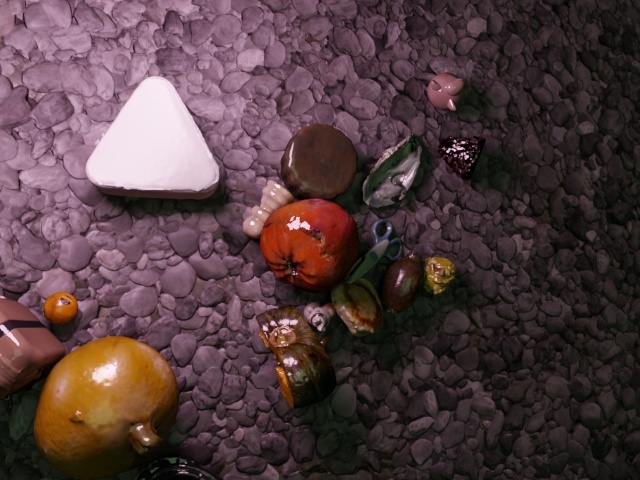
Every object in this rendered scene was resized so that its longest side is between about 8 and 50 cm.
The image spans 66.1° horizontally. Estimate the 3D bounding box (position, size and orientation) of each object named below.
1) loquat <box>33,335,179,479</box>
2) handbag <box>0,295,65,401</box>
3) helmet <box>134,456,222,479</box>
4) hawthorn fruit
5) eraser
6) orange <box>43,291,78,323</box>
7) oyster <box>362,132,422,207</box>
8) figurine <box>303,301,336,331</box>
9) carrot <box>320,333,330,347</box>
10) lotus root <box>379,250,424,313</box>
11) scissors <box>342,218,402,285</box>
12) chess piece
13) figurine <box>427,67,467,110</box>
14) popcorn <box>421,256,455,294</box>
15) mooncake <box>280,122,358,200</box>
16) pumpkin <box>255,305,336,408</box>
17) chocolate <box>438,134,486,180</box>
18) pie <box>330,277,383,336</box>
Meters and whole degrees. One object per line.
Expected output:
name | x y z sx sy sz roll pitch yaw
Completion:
loquat | -0.485 0.401 1.155 0.328 0.359 0.329 -19 117 -42
handbag | -0.745 0.220 1.125 0.283 0.302 0.149 45 75 -3
helmet | -0.356 0.689 1.280 0.279 0.160 0.230 42 77 5
hawthorn fruit | 0.000 0.000 1.376 0.307 0.276 0.276 -31 96 -41
eraser | -0.411 -0.220 1.318 0.330 0.150 0.332 1 85 -14
orange | -0.665 0.173 1.259 0.083 0.083 0.084 1 87 -16
oyster | 0.222 -0.223 1.527 0.199 0.087 0.252 5 93 -25
figurine | 0.001 0.207 1.412 0.081 0.146 0.098 37 77 -10
carrot | -0.039 0.361 1.448 0.048 0.048 0.216 41 74 -10
lotus root | 0.251 0.127 1.500 0.120 0.120 0.210 26 84 -13
scissors | 0.153 0.047 1.471 0.289 0.041 0.138 -42 103 -40
chess piece | -0.157 -0.082 1.412 0.094 0.094 0.171 37 81 -11
figurine | 0.404 -0.478 1.572 0.125 0.138 0.125 8 119 15
popcorn | 0.361 0.104 1.539 0.120 0.116 0.106 -41 94 21
mooncake | -0.008 -0.221 1.446 0.228 0.124 0.229 2 85 -21
pumpkin | -0.069 0.334 1.386 0.139 0.280 0.190 -20 126 -16
chocolate | 0.446 -0.284 1.590 0.133 0.156 0.156 25 80 15
pie | 0.116 0.190 1.440 0.084 0.205 0.179 -28 81 27
